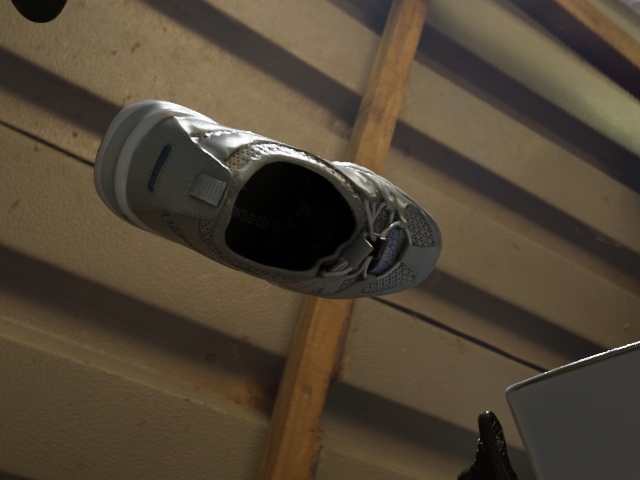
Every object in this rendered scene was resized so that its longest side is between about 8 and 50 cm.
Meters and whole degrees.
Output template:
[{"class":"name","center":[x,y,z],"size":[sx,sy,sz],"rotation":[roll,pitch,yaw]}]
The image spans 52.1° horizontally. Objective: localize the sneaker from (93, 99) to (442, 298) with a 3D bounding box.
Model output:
[{"class":"sneaker","center":[0.000,0.000,0.425],"size":[0.281,0.115,0.105],"rotation":[12,-78,-45]}]

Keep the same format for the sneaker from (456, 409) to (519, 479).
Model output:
[{"class":"sneaker","center":[0.229,0.332,0.933],"size":[0.051,0.089,0.170],"rotation":[-17,-92,-62]}]

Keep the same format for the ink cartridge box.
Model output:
[{"class":"ink cartridge box","center":[0.236,0.209,0.455],"size":[0.121,0.289,0.211],"rotation":[-22,-120,12]}]

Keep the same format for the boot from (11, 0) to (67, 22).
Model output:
[{"class":"boot","center":[-0.334,-0.433,0.918],"size":[0.091,0.229,0.263],"rotation":[18,-74,-4]}]
